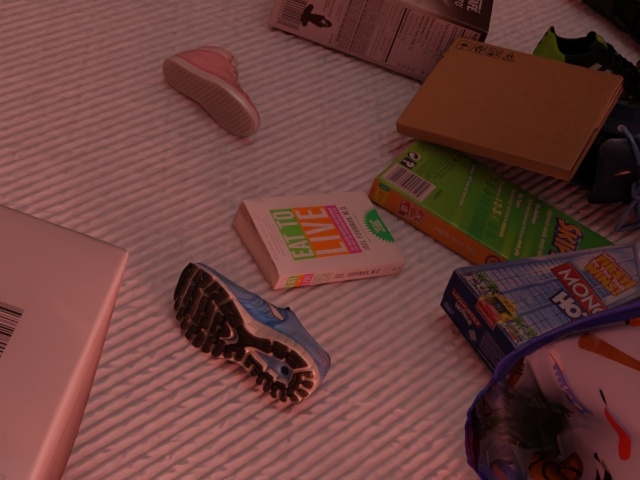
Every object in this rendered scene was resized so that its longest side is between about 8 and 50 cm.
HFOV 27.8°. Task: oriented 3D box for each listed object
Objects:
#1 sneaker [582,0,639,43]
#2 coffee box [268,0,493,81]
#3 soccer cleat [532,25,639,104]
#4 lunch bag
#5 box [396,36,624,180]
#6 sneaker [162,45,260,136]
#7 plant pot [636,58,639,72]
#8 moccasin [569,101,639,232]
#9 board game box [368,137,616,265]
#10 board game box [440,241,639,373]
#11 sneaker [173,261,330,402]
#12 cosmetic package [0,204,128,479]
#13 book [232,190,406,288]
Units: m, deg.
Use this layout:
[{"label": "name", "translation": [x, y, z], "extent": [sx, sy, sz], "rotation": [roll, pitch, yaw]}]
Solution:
[{"label": "sneaker", "translation": [0.464, -0.306, 1.761], "extent": [0.286, 0.109, 0.130], "rotation": [27, 45, 10]}, {"label": "coffee box", "translation": [0.077, -0.287, 1.560], "extent": [0.247, 0.098, 0.141], "rotation": [19, 39, -3]}, {"label": "soccer cleat", "translation": [0.356, -0.221, 1.631], "extent": [0.179, 0.072, 0.060], "rotation": [13, 40, -11]}, {"label": "lunch bag", "translation": [0.346, 0.135, 0.959], "extent": [0.328, 0.385, 0.238], "rotation": [1, 80, -37]}, {"label": "box", "translation": [0.206, -0.147, 1.403], "extent": [0.201, 0.021, 0.164], "rotation": [18, 51, 23]}, {"label": "sneaker", "translation": [-0.099, -0.165, 1.377], "extent": [0.134, 0.051, 0.070], "rotation": [37, 46, 25]}, {"label": "plant pot", "translation": [0.555, -0.251, 1.567], "extent": [0.237, 0.254, 0.237], "rotation": [26, 25, -13]}, {"label": "moccasin", "translation": [0.324, -0.079, 1.431], "extent": [0.342, 0.137, 0.117], "rotation": [22, 44, 25]}, {"label": "board game box", "translation": [0.188, -0.015, 1.348], "extent": [0.259, 0.039, 0.124], "rotation": [31, 41, 15]}, {"label": "board game box", "translation": [0.248, 0.083, 1.209], "extent": [0.194, 0.060, 0.194], "rotation": [-21, 58, -27]}, {"label": "sneaker", "translation": [-0.059, 0.077, 1.124], "extent": [0.162, 0.063, 0.073], "rotation": [40, 24, 15]}, {"label": "cosmetic package", "translation": [-0.236, 0.131, 0.835], "extent": [0.138, 0.224, 0.224], "rotation": [20, 39, -5]}, {"label": "book", "translation": [0.000, 0.000, 1.251], "extent": [0.144, 0.035, 0.096], "rotation": [-7, 51, -32]}]
